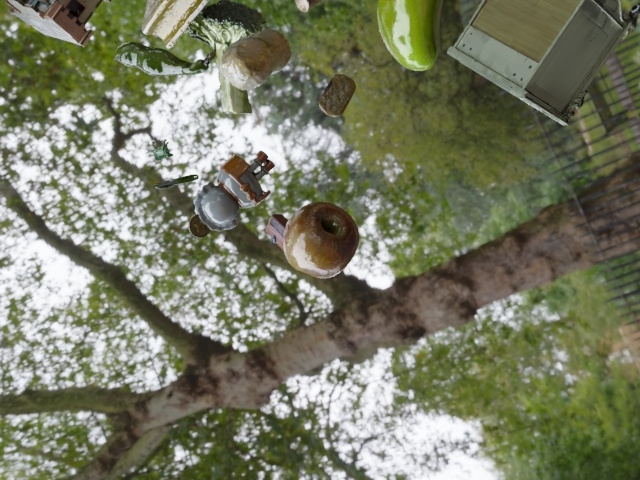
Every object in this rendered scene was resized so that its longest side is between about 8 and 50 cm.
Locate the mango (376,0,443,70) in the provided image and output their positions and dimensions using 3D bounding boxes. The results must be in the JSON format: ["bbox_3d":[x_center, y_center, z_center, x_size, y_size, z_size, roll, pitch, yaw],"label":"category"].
[{"bbox_3d":[0.233,-0.592,1.827,0.149,0.185,0.272,-24,-54,-38],"label":"mango"}]

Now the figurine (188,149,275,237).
[{"bbox_3d":[-0.220,-0.113,1.722,0.143,0.143,0.271,51,-120,-30],"label":"figurine"}]

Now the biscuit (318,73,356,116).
[{"bbox_3d":[0.044,-0.374,1.775,0.071,0.018,0.147,28,-122,-3],"label":"biscuit"}]

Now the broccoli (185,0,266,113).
[{"bbox_3d":[-0.266,-0.585,2.210,0.361,0.252,0.221,65,-162,-14],"label":"broccoli"}]

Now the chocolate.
[{"bbox_3d":[-0.170,-0.482,1.840,0.134,0.134,0.309,60,-154,-14],"label":"chocolate"}]

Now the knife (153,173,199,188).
[{"bbox_3d":[-0.403,-0.164,1.927,0.184,0.026,0.022,-24,-87,-55],"label":"knife"}]

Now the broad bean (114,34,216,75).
[{"bbox_3d":[-0.398,-0.466,1.763,0.056,0.318,0.098,7,-94,-68],"label":"broad bean"}]

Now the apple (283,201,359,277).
[{"bbox_3d":[0.000,0.000,1.894,0.211,0.188,0.211,13,-126,-19],"label":"apple"}]

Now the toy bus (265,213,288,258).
[{"bbox_3d":[-0.108,-0.002,2.426,0.074,0.096,0.235,-4,-148,-38],"label":"toy bus"}]

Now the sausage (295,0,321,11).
[{"bbox_3d":[0.025,-0.803,2.142,0.301,0.066,0.065,-48,-65,-30],"label":"sausage"}]

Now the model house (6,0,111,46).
[{"bbox_3d":[-0.694,-0.681,1.870,0.326,0.244,0.169,27,169,46],"label":"model house"}]

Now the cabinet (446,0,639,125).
[{"bbox_3d":[0.534,-0.496,1.650,0.228,0.318,0.290,15,-156,-42],"label":"cabinet"}]

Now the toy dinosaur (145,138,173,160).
[{"bbox_3d":[-0.469,-0.255,1.987,0.029,0.120,0.060,25,-117,-54],"label":"toy dinosaur"}]

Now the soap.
[{"bbox_3d":[-0.403,-0.753,2.062,0.143,0.281,0.259,25,-126,-25],"label":"soap"}]
